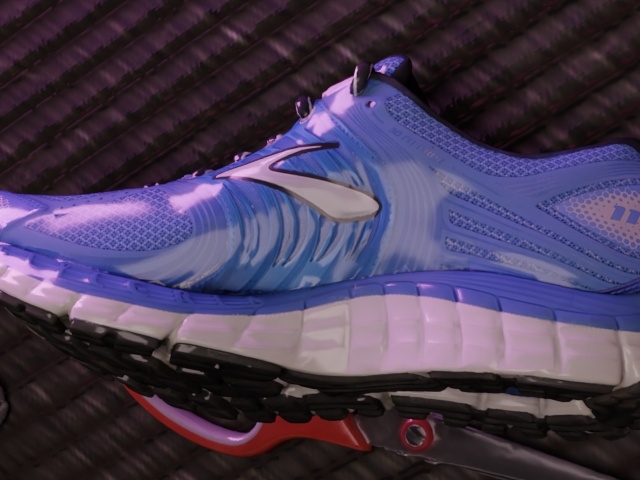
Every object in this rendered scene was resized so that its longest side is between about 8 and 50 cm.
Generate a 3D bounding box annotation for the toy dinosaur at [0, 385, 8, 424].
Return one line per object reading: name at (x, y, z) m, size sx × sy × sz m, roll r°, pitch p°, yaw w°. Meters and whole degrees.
toy dinosaur at (-0.299, -0.003, 0.881) m, size 0.313 × 0.121 × 0.160 m, roll 31°, pitch 94°, yaw 17°

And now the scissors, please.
scissors at (0.028, 0.093, 0.782) m, size 0.297 × 0.021 × 0.109 m, roll 30°, pitch 105°, yaw 20°

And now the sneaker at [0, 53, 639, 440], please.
sneaker at (0.000, 0.000, 0.734) m, size 0.330 × 0.130 × 0.147 m, roll 3°, pitch 70°, yaw 15°
